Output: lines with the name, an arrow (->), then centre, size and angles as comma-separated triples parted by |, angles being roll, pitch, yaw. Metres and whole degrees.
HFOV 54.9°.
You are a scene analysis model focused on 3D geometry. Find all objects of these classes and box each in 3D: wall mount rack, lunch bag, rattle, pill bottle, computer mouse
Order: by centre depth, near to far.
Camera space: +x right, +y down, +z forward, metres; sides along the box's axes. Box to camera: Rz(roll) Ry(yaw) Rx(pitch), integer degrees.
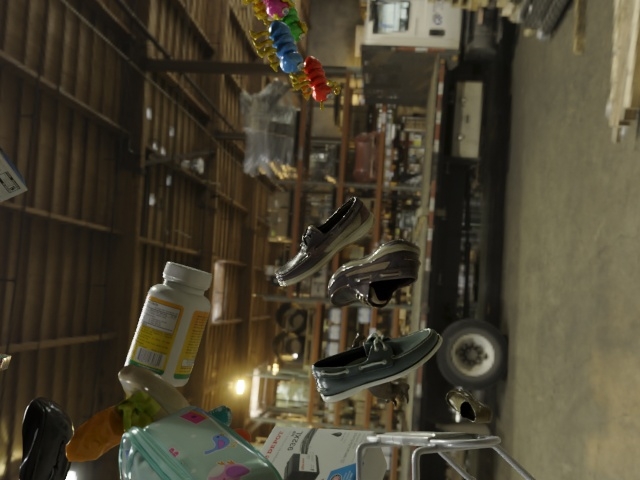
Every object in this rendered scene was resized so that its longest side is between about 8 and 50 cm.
lunch bag -> -0.122, 0.329, 0.640 | 0.108, 0.224, 0.279 | -14, -69, -39
rattle -> -0.211, 0.253, 0.791 | 0.143, 0.200, 0.130 | -30, -43, -47
pill bottle -> -0.269, 0.149, 1.122 | 0.117, 0.118, 0.208 | 49, -123, -81
computer mouse -> -0.472, 0.422, 1.138 | 0.184, 0.060, 0.262 | 50, -158, -44
wall mount rack -> 0.248, 0.432, 1.176 | 0.350, 0.304, 0.130 | 150, 122, -61

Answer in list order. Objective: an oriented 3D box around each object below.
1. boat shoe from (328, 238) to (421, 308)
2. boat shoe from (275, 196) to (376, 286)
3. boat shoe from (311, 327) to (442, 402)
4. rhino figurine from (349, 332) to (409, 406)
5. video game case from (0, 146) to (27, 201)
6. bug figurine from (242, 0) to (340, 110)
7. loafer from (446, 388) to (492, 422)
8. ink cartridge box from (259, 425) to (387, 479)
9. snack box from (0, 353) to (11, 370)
boat shoe -> 0.143, 0.123, 1.769 | 0.355, 0.132, 0.130 | -38, 42, 43
boat shoe -> 0.000, 0.000, 1.491 | 0.092, 0.285, 0.103 | 54, 179, -20
boat shoe -> 0.129, 0.274, 1.450 | 0.099, 0.320, 0.116 | 62, -172, -11
rhino figurine -> 0.160, 0.365, 1.663 | 0.106, 0.243, 0.073 | -51, 20, -22
video game case -> -0.863, -0.164, 1.423 | 0.061, 0.244, 0.269 | 55, 165, 31
bug figurine -> -0.050, -0.339, 1.039 | 0.216, 0.072, 0.279 | 68, -167, 5
loafer -> 0.361, 0.410, 1.533 | 0.148, 0.050, 0.056 | 13, 98, 59
ink cartridge box -> -0.016, 0.600, 1.568 | 0.223, 0.308, 0.129 | -53, -51, -52
snack box -> -0.802, 0.271, 1.420 | 0.100, 0.141, 0.037 | 159, 124, -74
